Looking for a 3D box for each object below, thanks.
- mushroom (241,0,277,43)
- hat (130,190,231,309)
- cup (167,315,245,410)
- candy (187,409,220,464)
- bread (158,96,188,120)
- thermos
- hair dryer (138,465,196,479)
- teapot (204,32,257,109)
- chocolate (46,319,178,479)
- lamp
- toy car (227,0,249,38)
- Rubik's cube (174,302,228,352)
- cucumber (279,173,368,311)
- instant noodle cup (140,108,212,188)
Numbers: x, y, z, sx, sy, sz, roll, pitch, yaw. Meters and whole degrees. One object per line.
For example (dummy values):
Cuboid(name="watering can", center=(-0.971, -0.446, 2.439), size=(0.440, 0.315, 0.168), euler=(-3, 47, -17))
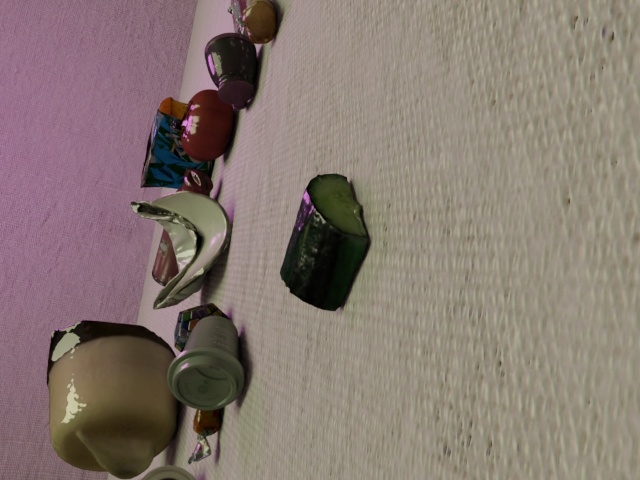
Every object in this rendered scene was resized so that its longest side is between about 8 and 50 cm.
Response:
Cuboid(name="mushroom", center=(-0.131, -0.481, 1.251), size=(0.209, 0.071, 0.084), euler=(-104, 0, -56))
Cuboid(name="hat", center=(-0.292, 0.002, 1.353), size=(0.301, 0.168, 0.258), euler=(-22, 79, 39))
Cuboid(name="cup", center=(-0.178, 0.190, 0.953), size=(0.141, 0.120, 0.120), euler=(-94, 23, -59))
Cuboid(name="candy", center=(-0.194, 0.296, 1.028), size=(0.053, 0.046, 0.182), euler=(132, 149, -61))
Cuboid(name="bread", center=(-0.496, -0.332, 2.025), size=(0.312, 0.172, 0.312), euler=(-171, 90, -74))
Cuboid(name="thermos", center=(-0.349, -0.027, 1.530), size=(0.136, 0.109, 0.330), euler=(-108, 35, -55))
Cuboid(name="hair dryer", center=(-0.285, 0.599, 1.032), size=(0.203, 0.128, 0.362), euler=(130, 138, -52))
Cuboid(name="teapot", center=(-0.199, -0.364, 1.309), size=(0.148, 0.116, 0.146), euler=(-44, 49, 51))
Cuboid(name="chocolate", center=(-0.504, 0.395, 1.405), size=(0.297, 0.326, 0.314), euler=(-99, 26, -53))
Cuboid(name="lamp", center=(-0.290, -0.287, 1.469), size=(0.182, 0.140, 0.182), euler=(-44, 39, 51))
Cuboid(name="toy car", center=(-0.200, -0.572, 1.502), size=(0.069, 0.055, 0.142), euler=(137, 126, -60))
Cuboid(name="Rubik's cube", center=(-0.221, 0.169, 1.099), size=(0.111, 0.093, 0.111), euler=(-166, 90, -69))
Cuboid(name="cucumber", center=(0.000, 0.000, 0.639), size=(0.116, 0.062, 0.115), euler=(-108, 31, -57))
Cuboid(name="instant noodle cup", center=(-0.408, -0.246, 1.709), size=(0.240, 0.178, 0.240), euler=(-169, 90, -70))
